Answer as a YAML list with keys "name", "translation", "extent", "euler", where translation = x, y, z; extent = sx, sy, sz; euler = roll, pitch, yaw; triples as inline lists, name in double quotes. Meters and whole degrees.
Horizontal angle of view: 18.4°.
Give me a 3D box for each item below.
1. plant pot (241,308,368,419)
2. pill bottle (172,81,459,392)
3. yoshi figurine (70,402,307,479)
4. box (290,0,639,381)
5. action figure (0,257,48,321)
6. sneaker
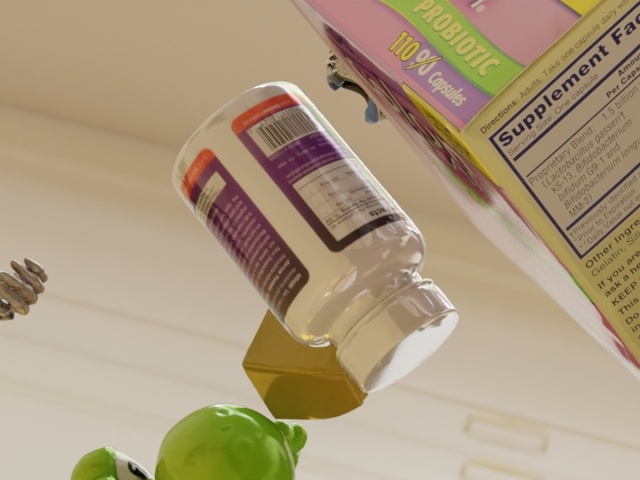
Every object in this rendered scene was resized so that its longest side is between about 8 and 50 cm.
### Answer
- name: "plant pot"
  translation: [0.001, 0.096, 1.583]
  extent: [0.081, 0.083, 0.081]
  euler: [-64, -33, -30]
- name: "pill bottle"
  translation: [0.000, 0.000, 1.274]
  extent: [0.108, 0.193, 0.108]
  euler: [-34, -19, -14]
- name: "yoshi figurine"
  translation: [-0.029, 0.251, 1.580]
  extent: [0.203, 0.362, 0.203]
  euler: [10, 68, 54]
- name: "box"
  translation: [0.115, -0.064, 0.981]
  extent: [0.117, 0.243, 0.213]
  euler: [-42, 40, -1]
- name: "action figure"
  translation: [-0.283, 0.037, 1.331]
  extent: [0.164, 0.141, 0.276]
  euler: [-34, -55, -23]
- name: "sneaker"
  translation: [0.024, -0.156, 1.651]
  extent: [0.058, 0.135, 0.052]
  euler: [-35, -8, -1]
